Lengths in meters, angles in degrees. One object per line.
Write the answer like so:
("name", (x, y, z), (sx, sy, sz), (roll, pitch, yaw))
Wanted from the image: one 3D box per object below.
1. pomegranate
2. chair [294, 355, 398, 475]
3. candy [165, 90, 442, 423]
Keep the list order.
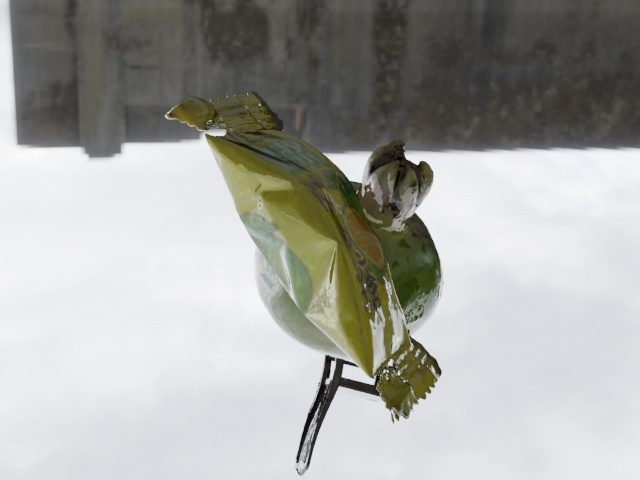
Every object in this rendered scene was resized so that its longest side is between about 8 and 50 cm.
("pomegranate", (0.023, 0.008, 1.056), (0.179, 0.211, 0.179), (-5, -142, 4))
("chair", (0.040, 0.226, 1.550), (0.101, 0.213, 0.084), (15, 168, -11))
("candy", (0.000, 0.000, 0.900), (0.081, 0.297, 0.187), (-38, 175, 16))
